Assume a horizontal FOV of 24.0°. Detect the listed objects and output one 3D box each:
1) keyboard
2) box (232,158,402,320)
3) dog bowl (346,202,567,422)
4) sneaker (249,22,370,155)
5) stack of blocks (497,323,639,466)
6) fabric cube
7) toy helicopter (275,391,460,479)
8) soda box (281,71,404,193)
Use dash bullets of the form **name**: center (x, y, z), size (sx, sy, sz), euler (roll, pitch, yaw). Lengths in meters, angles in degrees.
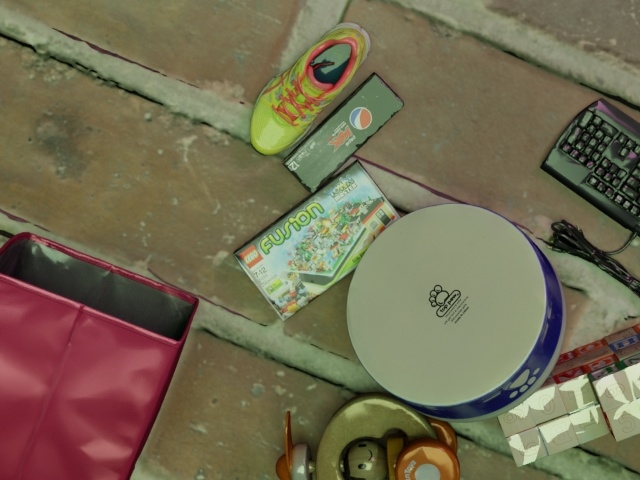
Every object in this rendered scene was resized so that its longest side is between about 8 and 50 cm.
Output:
- **keyboard**: center (0.426, -0.024, 1.971), size (0.317, 0.033, 0.201), euler (34, 98, -4)
- **box**: center (0.000, 0.000, 1.976), size (0.207, 0.036, 0.114), euler (-37, 97, 6)
- **dog bowl**: center (0.170, 0.090, 1.893), size (0.265, 0.104, 0.265), euler (-7, 71, 20)
- **sneaker**: center (-0.020, -0.194, 1.917), size (0.081, 0.094, 0.208), euler (38, 99, -7)
- **stack of blocks**: center (0.371, 0.190, 1.935), size (0.297, 0.171, 0.087), euler (-21, 98, 4)
- **fabric cube**: center (-0.324, 0.169, 1.899), size (0.259, 0.254, 0.258), euler (22, 100, -3)
- **toy helicopter**: center (0.026, 0.364, 1.987), size (0.235, 0.140, 0.355), euler (22, 101, -1)
- **soda box**: center (0.030, -0.139, 1.945), size (0.169, 0.053, 0.060), euler (-43, 97, 7)
